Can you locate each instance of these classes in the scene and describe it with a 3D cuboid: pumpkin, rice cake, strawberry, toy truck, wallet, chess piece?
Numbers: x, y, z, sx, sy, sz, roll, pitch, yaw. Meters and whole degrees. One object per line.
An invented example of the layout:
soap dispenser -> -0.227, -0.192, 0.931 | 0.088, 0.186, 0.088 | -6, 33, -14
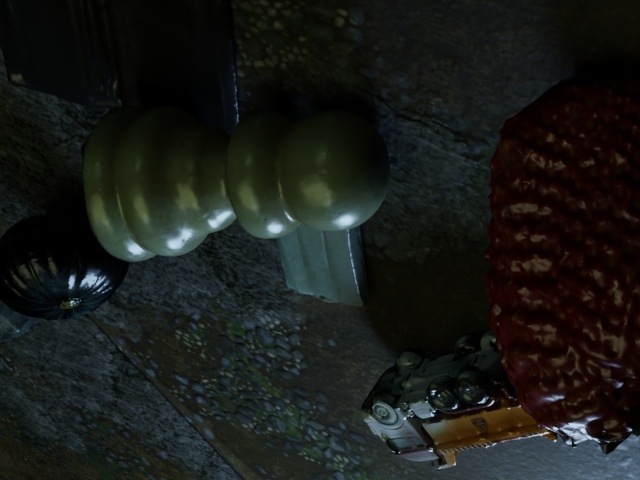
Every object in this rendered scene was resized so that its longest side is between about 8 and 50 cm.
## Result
pumpkin -> -0.359, 0.035, 1.903 | 0.150, 0.194, 0.194 | 47, 154, 34
rice cake -> 0.000, 0.000, 1.695 | 0.124, 0.038, 0.211 | 12, 139, 26
strawberry -> 0.303, 0.008, 1.326 | 0.312, 0.267, 0.351 | -17, 92, 17
toy truck -> 0.181, 0.199, 1.725 | 0.270, 0.114, 0.135 | -20, 114, 46
wallet -> -0.245, -0.235, 1.614 | 0.323, 0.041, 0.247 | 17, 141, 17
chess piece -> -0.084, -0.071, 1.560 | 0.330, 0.182, 0.182 | -2, 132, 24

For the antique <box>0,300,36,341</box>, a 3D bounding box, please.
antique -> -0.512, 0.070, 2.131 | 0.183, 0.086, 0.088 | 45, 143, -15
